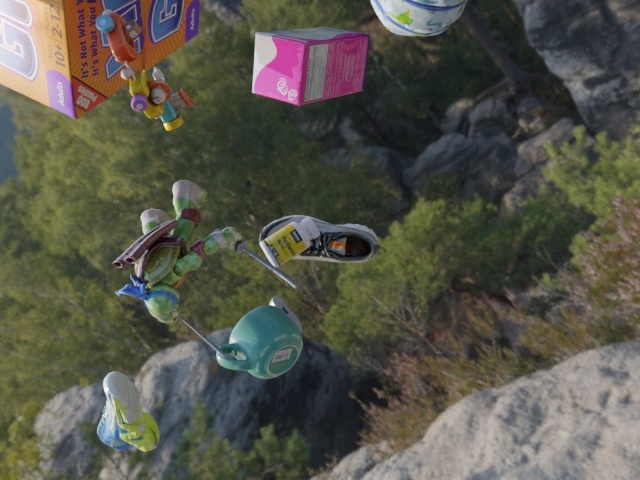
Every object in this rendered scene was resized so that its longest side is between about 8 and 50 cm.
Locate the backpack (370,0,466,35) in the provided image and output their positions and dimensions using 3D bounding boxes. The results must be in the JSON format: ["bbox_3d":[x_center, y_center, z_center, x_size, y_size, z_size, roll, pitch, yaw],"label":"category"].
[{"bbox_3d":[0.214,-0.631,1.447,0.273,0.290,0.355,108,149,-47],"label":"backpack"}]

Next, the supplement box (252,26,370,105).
[{"bbox_3d":[-0.014,-0.330,1.218,0.111,0.113,0.220,22,28,29],"label":"supplement box"}]

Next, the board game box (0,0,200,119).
[{"bbox_3d":[-0.427,-0.482,1.037,0.356,0.357,0.356,-56,-13,-43],"label":"board game box"}]

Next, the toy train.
[{"bbox_3d":[-0.202,-0.204,0.793,0.046,0.166,0.125,-20,77,8],"label":"toy train"}]

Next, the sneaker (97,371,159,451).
[{"bbox_3d":[-0.457,0.396,1.461,0.126,0.240,0.091,-14,32,5],"label":"sneaker"}]

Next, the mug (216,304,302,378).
[{"bbox_3d":[-0.109,0.216,1.285,0.158,0.129,0.097,-44,50,-9],"label":"mug"}]

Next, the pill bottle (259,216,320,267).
[{"bbox_3d":[-0.061,0.001,1.349,0.116,0.065,0.065,-33,25,-8],"label":"pill bottle"}]

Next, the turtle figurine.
[{"bbox_3d":[-0.214,0.044,1.120,0.266,0.275,0.197,-106,27,-44],"label":"turtle figurine"}]

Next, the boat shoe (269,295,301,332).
[{"bbox_3d":[-0.077,0.168,1.403,0.035,0.100,0.035,-27,-17,-41],"label":"boat shoe"}]

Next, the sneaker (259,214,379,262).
[{"bbox_3d":[0.000,0.000,1.448,0.108,0.272,0.100,-119,32,-82],"label":"sneaker"}]
